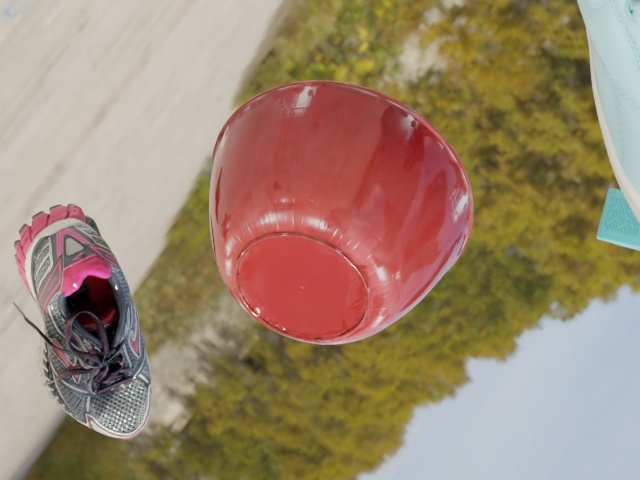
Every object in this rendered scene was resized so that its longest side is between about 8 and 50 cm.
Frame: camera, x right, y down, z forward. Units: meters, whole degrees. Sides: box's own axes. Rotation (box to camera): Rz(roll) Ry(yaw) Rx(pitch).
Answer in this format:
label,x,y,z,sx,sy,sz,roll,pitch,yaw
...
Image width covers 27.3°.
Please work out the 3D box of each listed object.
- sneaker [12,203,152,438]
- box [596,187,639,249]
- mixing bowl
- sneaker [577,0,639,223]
label,x,y,z,sx,sy,sz,roll,pitch,yaw
sneaker,-0.245,0.109,1.403,0.120,0.112,0.299,-28,132,-17
box,0.426,0.000,1.399,0.244,0.100,0.060,16,-88,46
mixing bowl,0.000,0.000,0.842,0.181,0.181,0.098,-49,-168,42
sneaker,0.199,-0.121,0.713,0.135,0.366,0.150,-23,159,10
